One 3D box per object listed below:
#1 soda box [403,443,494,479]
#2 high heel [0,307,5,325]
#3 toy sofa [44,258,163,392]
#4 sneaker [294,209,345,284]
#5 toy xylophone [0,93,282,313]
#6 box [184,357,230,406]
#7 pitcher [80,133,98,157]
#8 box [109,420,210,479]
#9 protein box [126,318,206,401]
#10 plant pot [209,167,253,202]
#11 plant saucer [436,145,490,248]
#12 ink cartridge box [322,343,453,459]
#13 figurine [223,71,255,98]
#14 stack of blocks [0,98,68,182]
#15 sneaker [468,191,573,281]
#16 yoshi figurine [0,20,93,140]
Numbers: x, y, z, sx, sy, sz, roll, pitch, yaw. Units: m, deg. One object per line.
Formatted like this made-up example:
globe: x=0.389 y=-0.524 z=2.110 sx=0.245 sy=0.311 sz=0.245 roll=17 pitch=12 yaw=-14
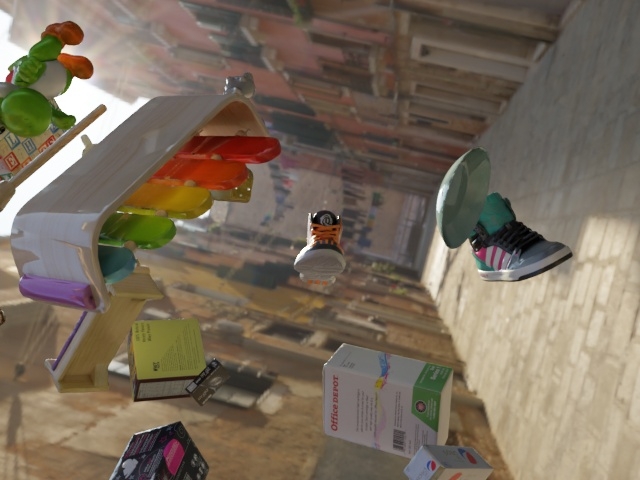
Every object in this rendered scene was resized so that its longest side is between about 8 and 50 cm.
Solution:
soda box: x=0.266 y=0.471 z=1.467 sx=0.216 sy=0.069 sz=0.074 roll=22 pitch=-74 yaw=-48
high heel: x=-0.722 y=0.075 z=1.381 sx=0.093 sy=0.261 sz=0.186 roll=-47 pitch=-34 yaw=-4
toy sofa: x=-0.579 y=0.214 z=1.867 sx=0.150 sy=0.177 sz=0.363 roll=9 pitch=-59 yaw=-49
sneaker: x=0.000 y=0.000 z=1.812 sx=0.321 sy=0.124 sz=0.180 roll=118 pitch=159 yaw=-76
toy xylophone: x=-0.204 y=-0.067 z=0.757 sx=0.323 sy=0.236 sz=0.081 roll=-47 pitch=-47 yaw=-34
box: x=-0.221 y=0.280 z=1.407 sx=0.083 sy=0.018 sz=0.067 roll=-45 pitch=-32 yaw=-18
pitcher: x=-0.643 y=-0.204 z=2.114 sx=0.125 sy=0.178 sz=0.207 roll=-28 pitch=-33 yaw=-14
box: x=-0.373 y=0.561 z=1.610 sx=0.247 sy=0.142 sz=0.163 roll=-72 pitch=-39 yaw=-62
protein box: x=-0.459 y=0.353 z=2.122 sx=0.136 sy=0.201 sz=0.200 roll=114 pitch=147 yaw=-45
plant pot: x=-0.185 y=-0.118 z=1.513 sx=0.083 sy=0.081 sz=0.081 roll=25 pitch=108 yaw=55
plant saucer: x=0.255 y=-0.082 z=1.316 sx=0.195 sy=0.037 sz=0.195 roll=-34 pitch=-47 yaw=-45
ink cartridge box: x=0.154 y=0.375 z=1.661 sx=0.117 sy=0.278 sz=0.202 roll=-41 pitch=-44 yaw=-57
figurine: x=-0.247 y=-0.361 z=2.042 sx=0.209 sy=0.092 sz=0.215 roll=-90 pitch=11 yaw=-65
stack of blocks: x=-0.830 y=-0.295 z=1.984 sx=0.297 sy=0.087 sz=0.171 roll=-68 pitch=-36 yaw=-51
sneaker: x=0.396 y=-0.016 z=1.501 sx=0.178 sy=0.123 sz=0.295 roll=65 pitch=161 yaw=-3
yoshi figurine: x=-0.648 y=-0.349 z=1.666 sx=0.203 sy=0.203 sz=0.362 roll=-29 pitch=28 yaw=46
